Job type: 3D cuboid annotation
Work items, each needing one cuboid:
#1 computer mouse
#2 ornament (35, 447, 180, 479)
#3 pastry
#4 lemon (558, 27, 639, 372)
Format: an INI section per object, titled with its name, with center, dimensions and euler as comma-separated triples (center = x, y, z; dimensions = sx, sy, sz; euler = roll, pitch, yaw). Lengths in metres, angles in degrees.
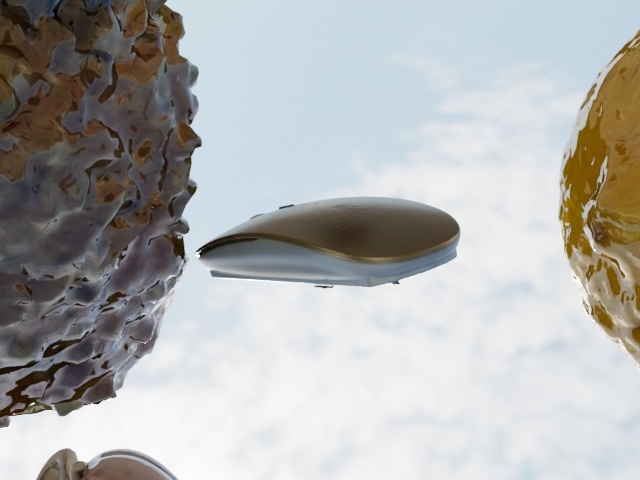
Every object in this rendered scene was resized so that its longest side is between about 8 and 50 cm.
[computer mouse]
center = 0.000, -0.002, 0.850
dimensions = 0.102, 0.044, 0.199
euler = -17, -168, -36
[ornament]
center = -0.182, 0.250, 1.079
dimensions = 0.177, 0.177, 0.177
euler = -13, -153, 7
[pastry]
center = -0.253, -0.035, 0.777
dimensions = 0.337, 0.405, 0.292
euler = -21, -115, -18
[lemon]
center = 0.156, -0.009, 0.400
dimensions = 0.187, 0.142, 0.142
euler = 5, -167, -35
